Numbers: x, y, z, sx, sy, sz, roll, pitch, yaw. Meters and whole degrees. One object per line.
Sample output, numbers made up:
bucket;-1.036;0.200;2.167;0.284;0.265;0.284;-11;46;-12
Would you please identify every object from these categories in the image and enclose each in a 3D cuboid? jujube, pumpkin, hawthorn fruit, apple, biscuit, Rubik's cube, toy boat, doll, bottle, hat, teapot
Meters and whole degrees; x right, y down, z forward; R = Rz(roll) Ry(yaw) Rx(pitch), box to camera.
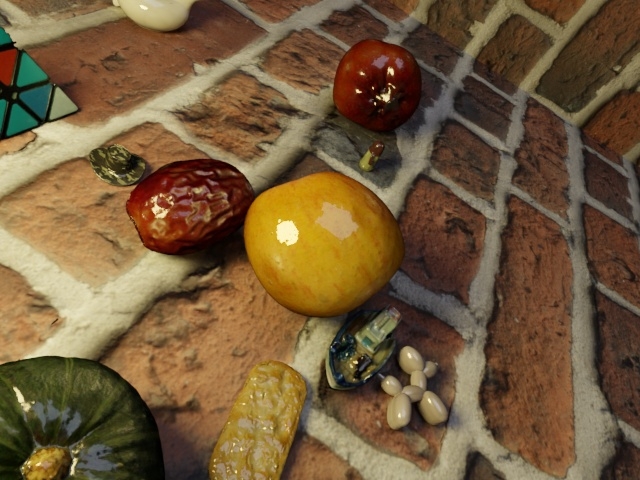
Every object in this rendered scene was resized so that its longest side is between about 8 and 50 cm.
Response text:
jujube;-0.255;-0.071;0.901;0.243;0.183;0.183;-27;69;-30
pumpkin;-0.339;0.292;0.537;0.300;0.207;0.300;28;38;-24
hawthorn fruit;0.174;-0.507;1.453;0.295;0.295;0.311;-7;57;-33
apple;0.000;0.000;0.898;0.299;0.299;0.275;-37;94;-44
biscuit;-0.099;0.314;0.771;0.118;0.029;0.247;28;45;-5
Rubik's cube;-0.628;-0.278;0.945;0.234;0.284;0.250;6;74;-52
toy boat;0.092;0.205;0.908;0.114;0.115;0.262;42;45;8
doll;0.190;0.297;0.927;0.161;0.059;0.160;4;53;-26
bottle;0.156;-0.251;1.338;0.047;0.101;0.063;12;49;-21
hat;-0.439;-0.176;0.978;0.121;0.050;0.121;13;48;-15
teapot;-0.503;-0.720;1.340;0.298;0.139;0.204;5;54;-27
